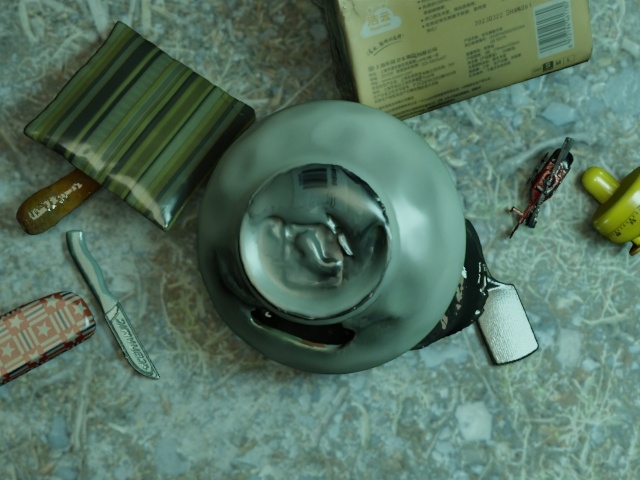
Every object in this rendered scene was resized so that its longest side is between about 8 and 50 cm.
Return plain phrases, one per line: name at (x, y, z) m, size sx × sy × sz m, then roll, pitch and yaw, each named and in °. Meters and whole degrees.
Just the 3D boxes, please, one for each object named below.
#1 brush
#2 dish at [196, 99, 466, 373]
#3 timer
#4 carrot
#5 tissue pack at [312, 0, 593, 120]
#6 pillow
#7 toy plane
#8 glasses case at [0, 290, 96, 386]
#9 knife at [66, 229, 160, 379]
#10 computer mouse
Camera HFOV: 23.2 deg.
brush at (0.209, 0.058, 1.927) m, size 0.063 × 0.016 × 0.193 m, roll -20°, pitch 85°, yaw -9°
dish at (0.000, 0.000, 1.781) m, size 0.324 × 0.124 × 0.324 m, roll 0°, pitch 93°, yaw 11°
timer at (0.374, -0.052, 1.915) m, size 0.109 × 0.107 × 0.107 m, roll 41°, pitch 80°, yaw -3°
carrot at (-0.284, -0.072, 1.887) m, size 0.191 × 0.047 × 0.047 m, roll -37°, pitch 87°, yaw -15°
tissue pack at (0.148, -0.305, 1.892) m, size 0.305 × 0.238 × 0.239 m, roll -18°, pitch 84°, yaw -7°
pillow at (-0.215, -0.140, 1.874) m, size 0.212 × 0.052 × 0.208 m, roll 35°, pitch 61°, yaw 2°
toy plane at (0.274, -0.063, 1.931) m, size 0.037 × 0.060 × 0.145 m, roll 33°, pitch 95°, yaw 0°
glasses case at (-0.362, 0.124, 1.844) m, size 0.194 × 0.049 × 0.073 m, roll -28°, pitch 84°, yaw -9°
knife at (-0.253, 0.079, 1.879) m, size 0.028 × 0.015 × 0.210 m, roll -27°, pitch 86°, yaw -15°
computer mouse at (0.054, 0.050, 1.882) m, size 0.295 × 0.087 × 0.168 m, roll -6°, pitch 92°, yaw 7°
